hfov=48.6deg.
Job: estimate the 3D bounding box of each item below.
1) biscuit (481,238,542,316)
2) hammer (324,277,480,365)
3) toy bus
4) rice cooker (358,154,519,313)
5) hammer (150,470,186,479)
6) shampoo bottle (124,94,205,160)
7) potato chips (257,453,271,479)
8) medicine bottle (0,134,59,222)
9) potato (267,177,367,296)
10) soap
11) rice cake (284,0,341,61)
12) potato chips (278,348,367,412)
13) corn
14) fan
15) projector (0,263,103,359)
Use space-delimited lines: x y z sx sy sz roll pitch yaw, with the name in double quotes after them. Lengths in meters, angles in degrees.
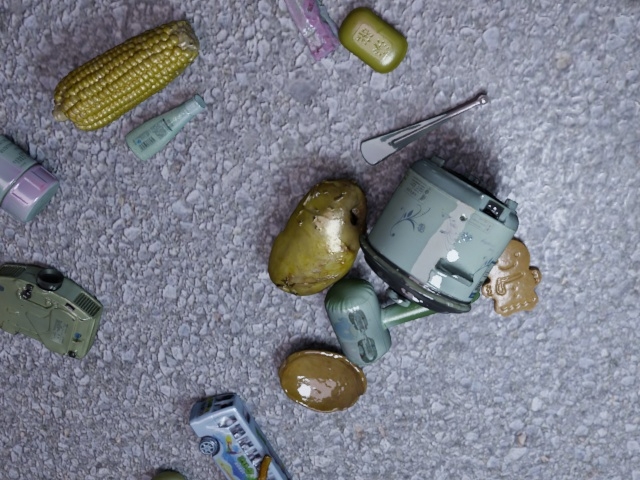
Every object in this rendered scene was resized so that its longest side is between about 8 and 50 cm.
0.414 0.078 1.540 0.133 0.027 0.184 -5 105 -1 "biscuit"
0.187 0.148 1.567 0.335 0.119 0.207 -17 125 5 "hammer"
-0.199 0.538 1.793 0.135 0.109 0.330 -28 106 8 "toy bus"
0.230 0.001 1.410 0.264 0.317 0.317 25 116 -27 "rice cooker"
-0.309 0.721 1.888 0.305 0.113 0.202 5 116 1 "hammer"
-0.329 -0.247 1.518 0.190 0.041 0.069 -31 99 19 "shampoo bottle"
-0.153 0.613 1.752 0.026 0.037 0.204 17 104 -3 "potato chips"
-0.682 -0.136 1.566 0.168 0.135 0.135 39 112 -7 "medicine bottle"
0.000 0.000 1.519 0.172 0.140 0.300 28 117 -7 "potato"
0.103 -0.392 1.394 0.140 0.045 0.089 36 108 -7 "soap"
-0.042 -0.493 1.371 0.081 0.051 0.290 -25 107 2 "rice cake"
0.007 0.324 1.695 0.208 0.062 0.195 -9 116 10 "potato chips"
-0.402 -0.331 1.448 0.346 0.130 0.130 -25 107 14 "corn"
0.210 -0.236 1.456 0.282 0.023 0.057 -26 98 17 "fan"
-0.671 0.165 1.713 0.269 0.088 0.194 23 117 -2 "projector"
